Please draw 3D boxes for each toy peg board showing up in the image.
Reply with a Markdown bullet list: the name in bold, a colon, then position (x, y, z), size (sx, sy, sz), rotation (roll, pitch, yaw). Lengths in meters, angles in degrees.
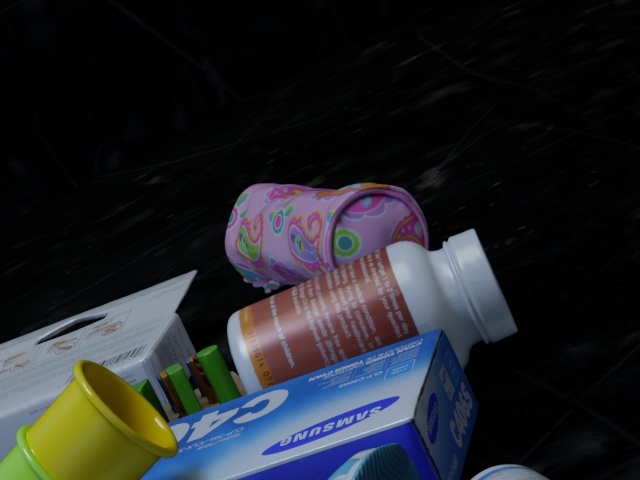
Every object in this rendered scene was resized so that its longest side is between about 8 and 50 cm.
- **toy peg board**: position (-0.141, 0.146, 1.584), size (0.161, 0.079, 0.160), rotation (-27, 14, -11)

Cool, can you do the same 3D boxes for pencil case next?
- **pencil case**: position (0.000, 0.000, 1.829), size (0.124, 0.124, 0.284), rotation (-30, 13, -23)

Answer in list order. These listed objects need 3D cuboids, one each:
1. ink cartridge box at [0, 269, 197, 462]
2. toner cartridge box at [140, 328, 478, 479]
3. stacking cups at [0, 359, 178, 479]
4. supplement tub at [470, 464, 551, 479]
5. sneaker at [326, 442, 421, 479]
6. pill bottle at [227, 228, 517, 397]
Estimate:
- **ink cartridge box**: position (-0.267, 0.147, 1.831), size (0.296, 0.066, 0.261), rotation (-21, 14, 14)
- **toner cartridge box**: position (-0.063, 0.179, 1.325), size (0.347, 0.075, 0.165), rotation (-20, 15, 17)
- **stacking cups**: position (-0.234, 0.231, 1.240), size (0.316, 0.096, 0.096), rotation (-49, 12, 5)
- **supplement tub**: position (0.124, 0.173, 1.024), size (0.071, 0.071, 0.107), rotation (-27, 13, -11)
- **sneaker**: position (-0.005, 0.201, 1.117), size (0.092, 0.087, 0.228), rotation (-18, 13, 36)
- **pill bottle**: position (0.043, 0.074, 1.440), size (0.216, 0.121, 0.121), rotation (-24, 13, 6)
